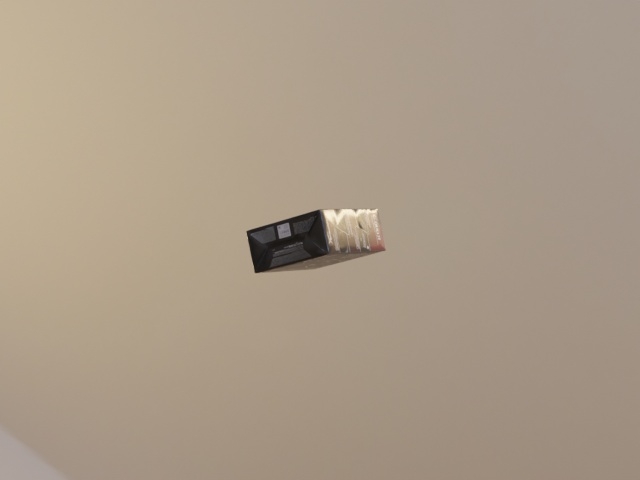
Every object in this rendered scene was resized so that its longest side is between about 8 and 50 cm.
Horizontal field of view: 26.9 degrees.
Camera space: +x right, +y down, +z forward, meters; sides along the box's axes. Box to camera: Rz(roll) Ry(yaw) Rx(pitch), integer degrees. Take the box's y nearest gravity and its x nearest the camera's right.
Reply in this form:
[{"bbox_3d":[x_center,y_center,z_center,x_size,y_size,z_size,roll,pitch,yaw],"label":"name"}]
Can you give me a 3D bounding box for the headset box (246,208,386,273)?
[{"bbox_3d":[0.000,0.000,0.910,0.062,0.083,0.032,-15,-98,31],"label":"headset box"}]
